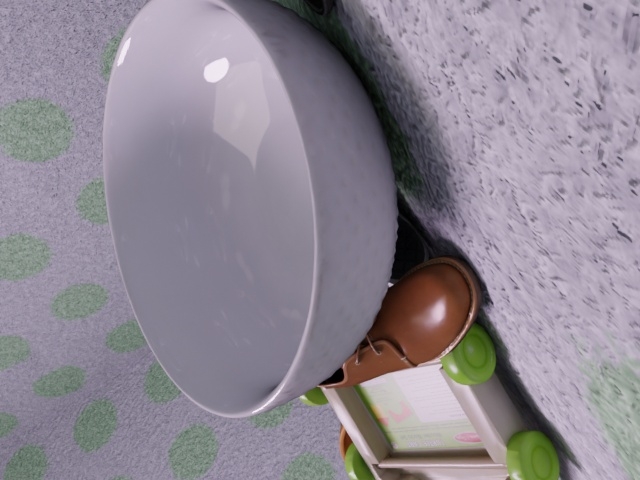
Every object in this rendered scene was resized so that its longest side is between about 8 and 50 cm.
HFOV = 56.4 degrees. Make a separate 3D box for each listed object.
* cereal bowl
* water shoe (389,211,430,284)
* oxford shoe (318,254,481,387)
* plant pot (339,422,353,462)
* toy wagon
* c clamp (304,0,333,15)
[{"bbox_3d":[-0.057,-0.032,0.510,0.339,0.141,0.339,16,111,49],"label":"cereal bowl"},{"bbox_3d":[0.033,-0.033,0.597,0.203,0.073,0.080,57,-177,22],"label":"water shoe"},{"bbox_3d":[0.053,0.084,0.514,0.212,0.076,0.076,-48,64,45],"label":"oxford shoe"},{"bbox_3d":[0.189,0.415,1.434,0.291,0.291,0.203,58,-165,-23],"label":"plant pot"},{"bbox_3d":[0.118,0.216,0.635,0.267,0.068,0.344,-27,96,51],"label":"toy wagon"},{"bbox_3d":[-0.035,-0.204,0.356,0.160,0.022,0.137,54,-178,39],"label":"c clamp"}]
